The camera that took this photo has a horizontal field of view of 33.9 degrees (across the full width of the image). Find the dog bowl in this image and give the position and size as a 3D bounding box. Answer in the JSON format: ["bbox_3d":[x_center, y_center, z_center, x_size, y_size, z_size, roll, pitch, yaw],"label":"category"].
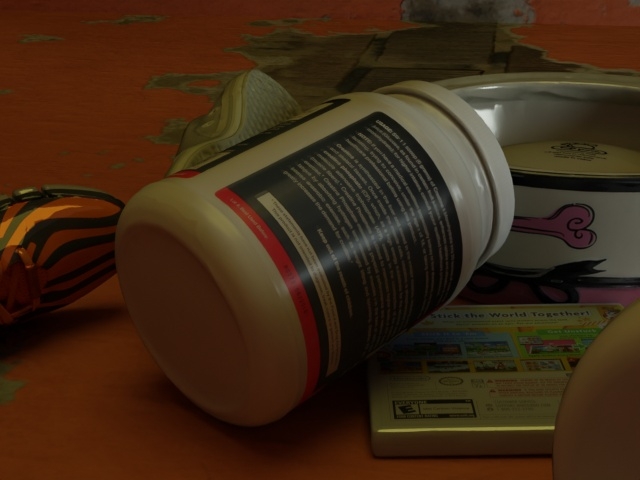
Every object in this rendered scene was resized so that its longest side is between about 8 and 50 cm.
[{"bbox_3d":[0.250,-0.056,1.053,0.408,0.150,0.408,-1,21,0],"label":"dog bowl"}]

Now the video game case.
[{"bbox_3d":[0.148,0.103,0.817,0.227,0.026,0.206,-1,21,1],"label":"video game case"}]

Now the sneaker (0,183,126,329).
[{"bbox_3d":[-0.279,0.062,0.833,0.321,0.124,0.180,-21,32,-20],"label":"sneaker"}]

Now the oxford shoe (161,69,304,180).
[{"bbox_3d":[-0.095,-0.035,1.059,0.130,0.169,0.449,-38,20,21],"label":"oxford shoe"}]

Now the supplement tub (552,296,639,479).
[{"bbox_3d":[0.304,0.090,0.555,0.325,0.235,0.235,-20,28,-41],"label":"supplement tub"}]

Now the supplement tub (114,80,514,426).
[{"bbox_3d":[0.000,0.000,0.805,0.272,0.191,0.191,-30,34,-34],"label":"supplement tub"}]
